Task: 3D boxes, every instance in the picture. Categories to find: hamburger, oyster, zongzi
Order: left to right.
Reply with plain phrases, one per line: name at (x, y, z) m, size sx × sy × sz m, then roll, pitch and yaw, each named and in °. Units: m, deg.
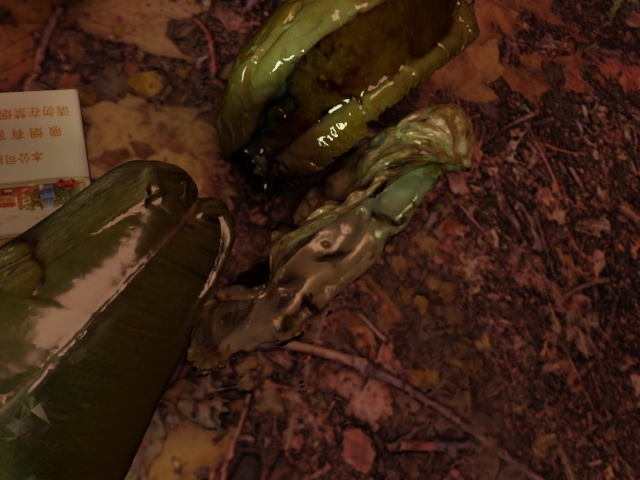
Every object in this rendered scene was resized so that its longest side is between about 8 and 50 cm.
zongzi at (-0.231, 0.036, 0.386) m, size 0.300 × 0.145 × 0.274 m, roll 27°, pitch 82°, yaw -21°
oyster at (-0.002, -0.005, 0.526) m, size 0.294 × 0.166 × 0.094 m, roll -35°, pitch 74°, yaw -24°
hamburger at (0.036, -0.176, 0.569) m, size 0.132 × 0.211 × 0.309 m, roll 49°, pitch 63°, yaw -4°

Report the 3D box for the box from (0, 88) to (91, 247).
box at (-0.246, -0.016, 0.510) m, size 0.122 × 0.032 × 0.220 m, roll -8°, pitch 76°, yaw -20°
